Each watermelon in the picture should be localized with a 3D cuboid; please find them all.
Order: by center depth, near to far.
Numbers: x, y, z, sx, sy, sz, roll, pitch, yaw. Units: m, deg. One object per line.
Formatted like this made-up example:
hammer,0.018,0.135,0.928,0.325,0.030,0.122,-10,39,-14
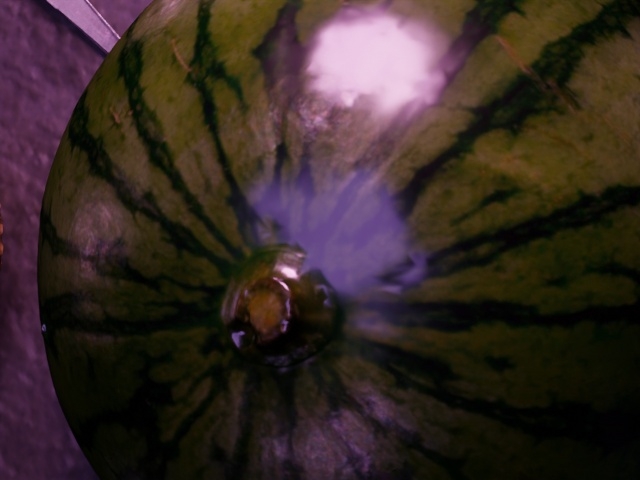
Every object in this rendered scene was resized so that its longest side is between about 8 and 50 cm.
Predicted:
watermelon,0.000,0.000,0.803,0.330,0.189,0.331,-3,80,18

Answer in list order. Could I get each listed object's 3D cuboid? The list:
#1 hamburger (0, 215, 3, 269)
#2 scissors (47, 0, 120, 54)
hamburger,-0.240,-0.008,0.935,0.182,0.118,0.191,33,101,21
scissors,-0.148,-0.142,0.963,0.100,0.015,0.189,-47,71,10
